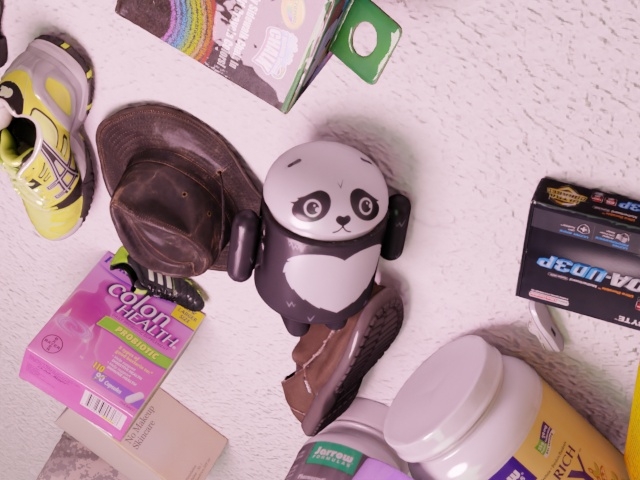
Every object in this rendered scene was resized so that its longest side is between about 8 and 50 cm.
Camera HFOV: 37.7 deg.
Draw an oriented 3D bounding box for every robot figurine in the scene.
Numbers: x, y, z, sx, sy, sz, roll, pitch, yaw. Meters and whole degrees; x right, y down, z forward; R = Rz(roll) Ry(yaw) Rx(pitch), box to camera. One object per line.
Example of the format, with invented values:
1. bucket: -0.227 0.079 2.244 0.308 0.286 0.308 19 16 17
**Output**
1. robot figurine: -0.001 0.002 1.262 0.173 0.209 0.278 26 131 20

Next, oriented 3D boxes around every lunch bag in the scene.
1. lunch bag: -0.460 0.539 2.059 0.305 0.256 0.212 21 139 14

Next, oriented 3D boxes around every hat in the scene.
1. hat: -0.236 -0.036 1.424 0.331 0.134 0.331 18 139 17

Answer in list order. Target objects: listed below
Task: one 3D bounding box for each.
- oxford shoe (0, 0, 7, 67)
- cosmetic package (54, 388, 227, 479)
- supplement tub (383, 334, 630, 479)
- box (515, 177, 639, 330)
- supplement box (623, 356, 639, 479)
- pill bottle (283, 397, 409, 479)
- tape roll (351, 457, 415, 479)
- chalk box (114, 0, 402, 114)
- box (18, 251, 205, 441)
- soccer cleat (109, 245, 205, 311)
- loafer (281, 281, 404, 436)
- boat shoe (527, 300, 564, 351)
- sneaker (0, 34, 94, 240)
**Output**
1. oxford shoe: -0.511 -0.319 1.341 0.083 0.096 0.227 21 137 16
2. cosmetic package: -0.366 0.393 1.926 0.309 0.160 0.113 39 139 -10
3. supplement tub: 0.279 0.320 1.370 0.331 0.241 0.241 42 139 -13
4. box: 0.363 0.026 1.162 0.220 0.051 0.175 16 138 18
5. supplement box: 0.503 0.235 1.131 0.194 0.195 0.356 -7 132 4
6. pill bottle: 0.024 0.456 1.578 0.204 0.361 0.204 18 138 16
7. tape roll: 0.153 0.435 1.360 0.275 0.090 0.275 35 164 11
8. chalk box: -0.043 -0.280 1.016 0.289 0.179 0.180 31 140 0
9. box: -0.361 0.183 1.640 0.213 0.243 0.117 34 140 -1
10. soccer cleat: -0.282 0.076 1.613 0.179 0.072 0.060 37 140 -5
11. loafer: 0.011 0.178 1.481 0.130 0.134 0.366 44 136 17
12. boat shoe: 0.307 0.120 1.311 0.035 0.035 0.100 -10 131 36
13. sneaker: -0.443 -0.132 1.438 0.145 0.147 0.385 27 139 15
